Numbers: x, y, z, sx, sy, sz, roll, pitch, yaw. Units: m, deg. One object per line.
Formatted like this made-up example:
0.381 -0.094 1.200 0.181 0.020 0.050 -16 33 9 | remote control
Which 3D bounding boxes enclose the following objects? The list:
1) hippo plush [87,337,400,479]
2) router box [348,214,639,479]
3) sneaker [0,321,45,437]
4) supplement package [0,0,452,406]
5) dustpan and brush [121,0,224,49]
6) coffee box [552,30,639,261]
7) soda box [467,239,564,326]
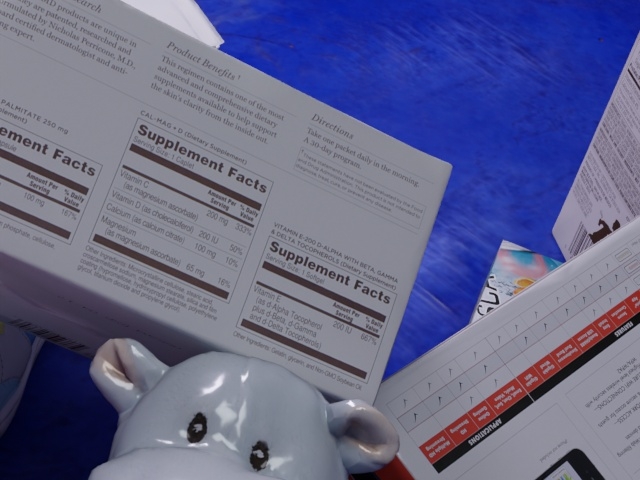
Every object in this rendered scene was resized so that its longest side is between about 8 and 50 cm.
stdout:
-0.028 0.181 0.708 0.234 0.236 0.294 20 27 2 | hippo plush
0.197 0.164 0.907 0.335 0.082 0.301 -27 75 -42 | router box
-0.214 -0.008 0.936 0.127 0.208 0.319 20 39 2 | sneaker
-0.102 -0.017 0.811 0.262 0.204 0.145 26 74 -19 | supplement package
-0.210 -0.188 1.294 0.211 0.060 0.147 -2 40 -34 | dustpan and brush
0.320 -0.080 1.155 0.168 0.297 0.119 2 40 -19 | coffee box
0.131 0.080 1.076 0.058 0.063 0.183 22 38 5 | soda box
